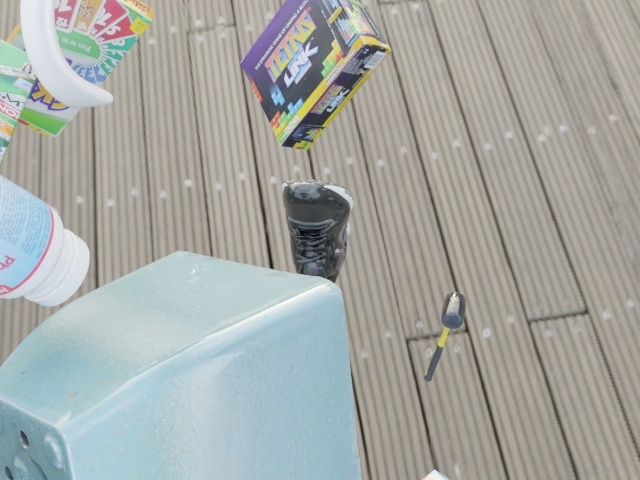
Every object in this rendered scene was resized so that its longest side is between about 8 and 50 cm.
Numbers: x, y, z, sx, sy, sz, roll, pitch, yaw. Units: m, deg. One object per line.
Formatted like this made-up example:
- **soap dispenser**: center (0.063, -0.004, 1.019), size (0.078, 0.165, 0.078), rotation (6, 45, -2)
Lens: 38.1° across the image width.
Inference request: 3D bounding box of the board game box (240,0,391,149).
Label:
- **board game box**: center (-0.011, -0.214, 1.082), size (0.048, 0.170, 0.141), rotation (3, 50, -44)

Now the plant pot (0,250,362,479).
- **plant pot**: center (-0.141, 0.171, 0.816), size (0.247, 0.247, 0.252), rotation (8, 21, 45)

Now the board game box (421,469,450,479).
- **board game box**: center (0.161, 0.505, 1.363), size (0.144, 0.275, 0.142), rotation (30, 41, 35)

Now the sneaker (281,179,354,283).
- **sneaker**: center (0.000, 0.000, 1.450), size (0.107, 0.283, 0.124), rotation (3, 72, 10)

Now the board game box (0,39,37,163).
- **board game box**: center (-0.505, -0.178, 1.051), size (0.317, 0.046, 0.213), rotation (24, 80, -27)

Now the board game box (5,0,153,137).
- **board game box**: center (-0.340, -0.235, 1.195), size (0.124, 0.259, 0.039), rotation (29, 38, -30)

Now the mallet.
- **mallet**: center (0.207, 0.178, 1.581), size (0.039, 0.189, 0.062), rotation (16, 31, 4)

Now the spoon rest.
- **spoon rest**: center (-0.223, -0.266, 0.854), size (0.137, 0.084, 0.276), rotation (-2, 81, 33)

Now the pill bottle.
- **pill bottle**: center (-0.261, -0.007, 0.728), size (0.087, 0.160, 0.087), rotation (-17, 56, 27)
